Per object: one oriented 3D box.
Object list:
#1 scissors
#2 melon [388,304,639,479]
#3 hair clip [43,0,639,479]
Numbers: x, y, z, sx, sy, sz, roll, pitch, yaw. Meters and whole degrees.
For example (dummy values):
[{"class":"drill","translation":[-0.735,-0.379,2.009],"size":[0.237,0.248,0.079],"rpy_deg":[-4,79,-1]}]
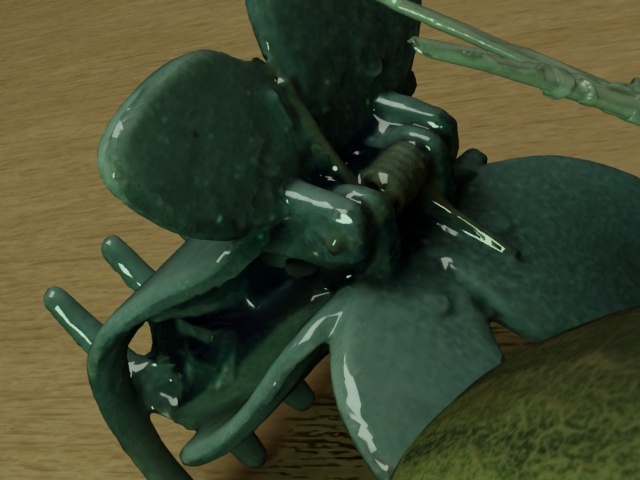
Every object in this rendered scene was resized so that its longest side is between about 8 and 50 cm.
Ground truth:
[{"class":"scissors","translation":[0.213,-0.070,0.954],"size":[0.383,0.029,0.256],"rpy_deg":[18,22,-10]},{"class":"melon","translation":[0.163,0.136,0.612],"size":[0.329,0.249,0.248],"rpy_deg":[-1,33,44]},{"class":"hair clip","translation":[0.000,0.000,1.022],"size":[0.318,0.392,0.238],"rpy_deg":[-48,8,-38]}]
